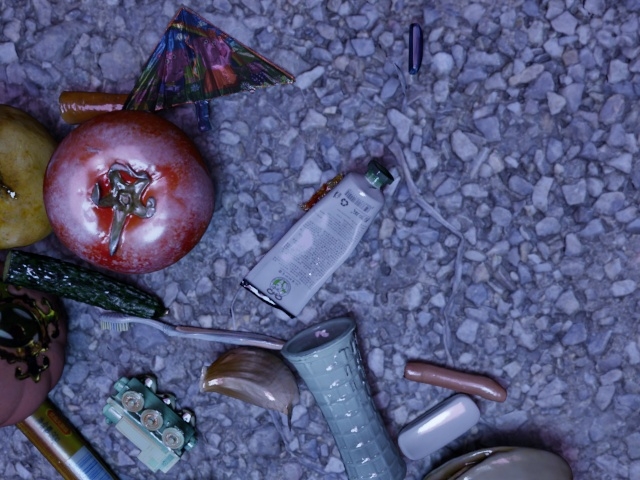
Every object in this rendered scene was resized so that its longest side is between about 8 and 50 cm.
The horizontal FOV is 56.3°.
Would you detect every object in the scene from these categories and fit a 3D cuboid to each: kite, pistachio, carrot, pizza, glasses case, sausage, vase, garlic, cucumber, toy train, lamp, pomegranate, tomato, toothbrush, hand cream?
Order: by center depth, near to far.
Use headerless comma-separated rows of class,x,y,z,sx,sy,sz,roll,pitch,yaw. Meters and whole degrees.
tomato,-0.315,-0.079,0.999,0.270,0.227,0.270,-2,101,-10
glasses case,0.162,-0.323,1.007,0.023,0.033,0.083,-2,99,-4
pomegranate,-0.569,-0.107,1.026,0.260,0.260,0.260,1,99,6
pistachio,0.300,0.453,1.037,0.288,0.166,0.197,-23,110,9
lamp,-0.602,0.185,1.041,0.239,0.305,0.305,-24,95,21
hand cream,0.000,0.000,1.044,0.121,0.076,0.336,39,111,-5
kite,-0.213,-0.305,1.049,0.321,0.016,0.234,-13,84,-2
vase,0.052,0.300,1.064,0.143,0.143,0.299,-22,98,9
pizza,0.026,-0.054,1.065,0.100,0.029,0.099,-37,94,11
garlic,-0.107,0.263,1.068,0.198,0.128,0.090,24,120,19
carrot,-0.353,-0.243,1.070,0.209,0.061,0.061,-3,98,3
cucumber,-0.410,0.085,1.072,0.293,0.067,0.067,22,102,-31
sausage,0.242,0.253,1.079,0.186,0.043,0.043,13,100,5
glasses case,0.216,0.342,1.096,0.164,0.041,0.063,-37,91,11
toothbrush,-0.239,0.174,1.129,0.375,0.028,0.037,6,110,6
toy train,-0.330,0.348,1.142,0.194,0.081,0.125,42,105,-2
sausage,-0.484,0.429,1.172,0.082,0.082,0.371,-40,93,10
